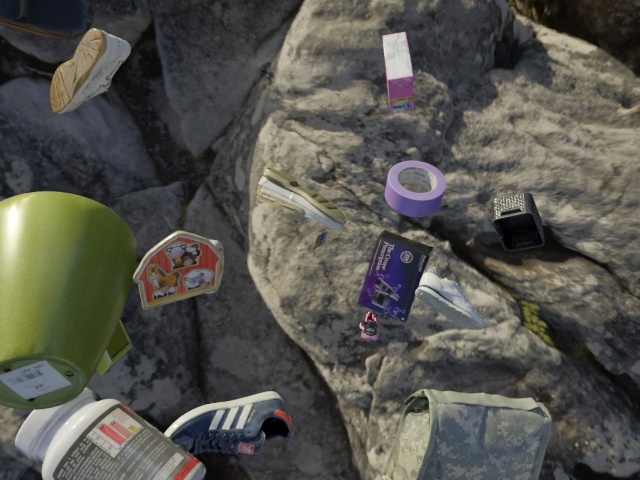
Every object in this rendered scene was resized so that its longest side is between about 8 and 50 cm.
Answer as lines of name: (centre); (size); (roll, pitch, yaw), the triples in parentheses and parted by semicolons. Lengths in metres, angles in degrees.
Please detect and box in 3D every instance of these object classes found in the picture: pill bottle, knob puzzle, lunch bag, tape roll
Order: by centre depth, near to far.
lunch bag: (0.267, 0.395, 0.915); (0.235, 0.169, 0.287); (10, 111, -8)
knob puzzle: (-0.295, 0.063, 1.042); (0.213, 0.213, 0.030); (-50, 50, 15)
pill bottle: (-0.450, 0.478, 1.062); (0.363, 0.210, 0.210); (33, 103, 8)
tape roll: (0.309, -0.170, 1.609); (0.189, 0.189, 0.080); (24, 142, 15)

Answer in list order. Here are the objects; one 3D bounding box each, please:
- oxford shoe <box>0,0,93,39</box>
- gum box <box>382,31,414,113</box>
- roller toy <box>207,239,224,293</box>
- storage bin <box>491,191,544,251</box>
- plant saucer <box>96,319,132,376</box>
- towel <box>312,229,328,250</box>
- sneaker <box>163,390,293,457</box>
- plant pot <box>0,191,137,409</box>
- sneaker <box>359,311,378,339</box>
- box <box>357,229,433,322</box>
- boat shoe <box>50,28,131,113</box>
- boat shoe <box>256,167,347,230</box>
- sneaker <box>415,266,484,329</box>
oxford shoe: (-0.356, -0.260, 0.508); (0.076, 0.212, 0.076); (10, 86, 54)
gum box: (0.198, -0.432, 1.257); (0.062, 0.107, 0.188); (-6, 56, 9)
roller toy: (-0.418, 0.090, 1.740); (0.146, 0.209, 0.191); (5, 83, 1)
storage bin: (0.616, -0.055, 1.535); (0.122, 0.180, 0.084); (-13, 49, 30)
plant saucer: (-0.723, 0.334, 1.687); (0.045, 0.188, 0.188); (-17, 103, 12)
towel: (0.000, 0.000, 1.742); (0.009, 0.083, 0.060); (30, 124, 19)
sneaker: (-0.228, 0.505, 1.271); (0.148, 0.350, 0.131); (45, 135, 44)
plant pot: (-0.453, 0.115, 0.818); (0.275, 0.275, 0.293); (-39, 41, 16)
sneaker: (0.120, 0.195, 1.181); (0.047, 0.119, 0.057); (4, 99, 0)
box: (0.255, 0.121, 1.685); (0.184, 0.103, 0.261); (19, 110, 13)
boat shoe: (-0.526, -0.370, 1.126); (0.277, 0.096, 0.098); (-23, 81, 36)
boat shoe: (-0.060, -0.105, 1.491); (0.302, 0.113, 0.103); (33, 106, 18)
sneaker: (0.386, 0.172, 1.416); (0.235, 0.095, 0.090); (37, 149, -11)
